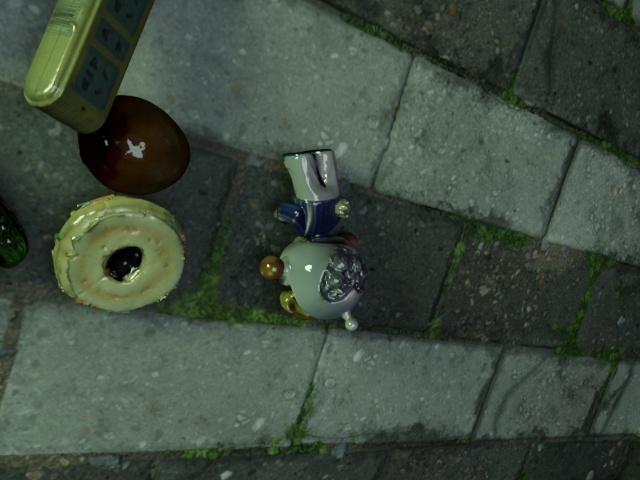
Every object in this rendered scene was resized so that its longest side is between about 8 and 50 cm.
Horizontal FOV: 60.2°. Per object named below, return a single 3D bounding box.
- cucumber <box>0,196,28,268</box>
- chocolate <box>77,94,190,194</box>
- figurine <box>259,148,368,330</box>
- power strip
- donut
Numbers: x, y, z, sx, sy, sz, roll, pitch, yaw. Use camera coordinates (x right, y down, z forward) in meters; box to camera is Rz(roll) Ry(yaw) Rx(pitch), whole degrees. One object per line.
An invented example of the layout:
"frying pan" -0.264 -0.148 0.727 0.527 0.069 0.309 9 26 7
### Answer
"cucumber" -0.421 -0.064 0.622 0.074 0.074 0.241 -41 123 -13
"chocolate" -0.230 -0.120 0.711 0.133 0.127 0.124 -12 143 -40
"figurine" 0.007 -0.005 0.872 0.193 0.133 0.275 14 85 -45
"power strip" -0.217 -0.310 0.620 0.092 0.066 0.388 39 68 -70
"donut" -0.264 0.015 0.732 0.174 0.068 0.175 -15 126 -21
